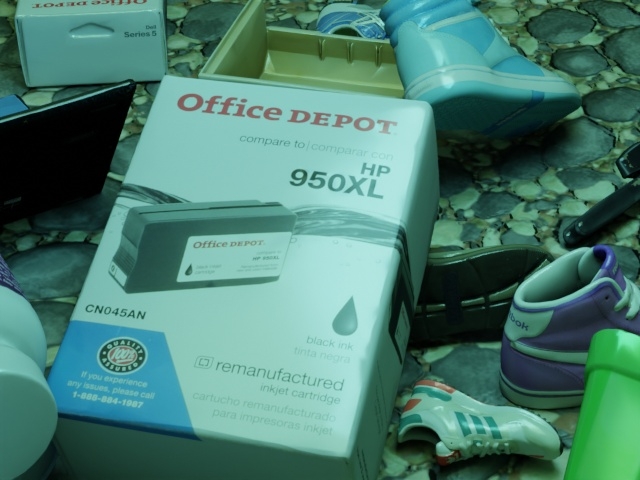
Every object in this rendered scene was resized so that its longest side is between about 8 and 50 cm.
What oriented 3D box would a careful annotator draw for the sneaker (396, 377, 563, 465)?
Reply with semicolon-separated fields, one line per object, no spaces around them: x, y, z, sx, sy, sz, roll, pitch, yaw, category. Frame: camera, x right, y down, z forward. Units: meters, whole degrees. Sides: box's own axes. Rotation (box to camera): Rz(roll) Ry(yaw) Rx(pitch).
0.148;0.191;1.411;0.161;0.057;0.075;19;56;23;sneaker

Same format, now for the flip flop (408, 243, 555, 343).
0.116;0.046;1.574;0.277;0.112;0.080;-5;12;-3;flip flop

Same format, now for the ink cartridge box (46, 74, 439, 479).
-0.061;0.048;1.408;0.285;0.166;0.395;7;56;12;ink cartridge box

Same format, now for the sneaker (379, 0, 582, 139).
0.195;-0.240;1.807;0.319;0.127;0.208;3;63;-53;sneaker

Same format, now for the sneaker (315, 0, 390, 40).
0.092;-0.283;2.060;0.211;0.080;0.081;1;41;19;sneaker

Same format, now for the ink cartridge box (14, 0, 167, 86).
-0.317;-0.331;2.089;0.198;0.115;0.273;-4;35;-3;ink cartridge box

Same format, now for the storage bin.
0.012;-0.207;1.904;0.262;0.123;0.260;8;37;13;storage bin

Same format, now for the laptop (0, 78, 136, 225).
-0.461;-0.120;1.704;0.381;0.408;0.236;-21;74;-25;laptop

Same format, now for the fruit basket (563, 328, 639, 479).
0.400;0.173;1.218;0.392;0.283;0.392;-6;48;6;fruit basket

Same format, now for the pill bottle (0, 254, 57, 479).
-0.337;0.075;1.276;0.169;0.169;0.301;-18;40;-23;pill bottle

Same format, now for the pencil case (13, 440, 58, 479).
-0.375;0.158;1.405;0.273;0.114;0.124;20;25;27;pencil case

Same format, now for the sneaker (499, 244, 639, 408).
0.320;0.075;1.471;0.282;0.161;0.102;-9;35;-14;sneaker

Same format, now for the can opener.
0.348;-0.047;1.735;0.186;0.059;0.073;-38;76;-28;can opener
